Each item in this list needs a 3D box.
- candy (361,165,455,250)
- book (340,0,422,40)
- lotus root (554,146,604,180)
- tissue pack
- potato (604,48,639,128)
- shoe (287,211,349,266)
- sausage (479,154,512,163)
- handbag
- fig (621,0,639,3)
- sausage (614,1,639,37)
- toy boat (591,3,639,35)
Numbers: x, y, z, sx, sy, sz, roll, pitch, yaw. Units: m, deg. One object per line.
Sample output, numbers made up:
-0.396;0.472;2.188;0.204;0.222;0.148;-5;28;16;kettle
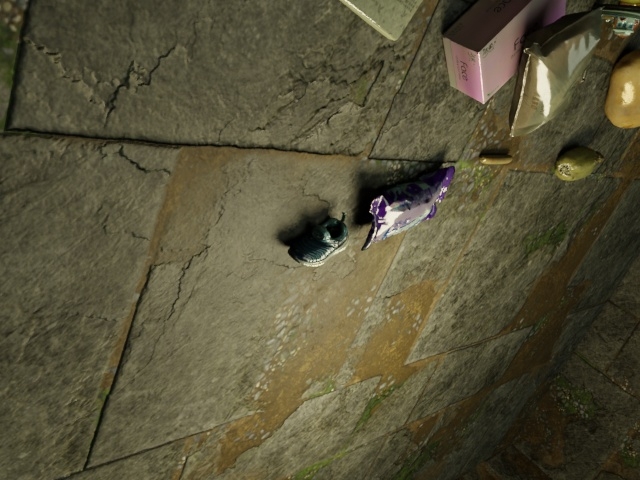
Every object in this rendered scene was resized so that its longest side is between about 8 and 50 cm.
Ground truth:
0.183;-0.071;1.361;0.275;0.070;0.145;-24;145;-39;candy
0.144;-0.509;0.927;0.269;0.032;0.389;11;114;-53;book
0.737;-0.222;1.835;0.183;0.077;0.090;-20;143;-33;lotus root
0.353;-0.398;1.216;0.246;0.092;0.148;-45;148;-8;tissue pack
0.863;-0.413;1.757;0.234;0.146;0.150;71;35;-51;potato
0.000;0.000;1.224;0.143;0.064;0.071;-27;141;-34;shoe
0.424;-0.196;1.553;0.132;0.024;0.024;-9;129;-45;sausage
0.439;-0.316;1.217;0.183;0.117;0.270;-31;153;-7;handbag
0.696;-0.593;1.382;0.233;0.167;0.167;-39;154;-62;fig
0.778;-0.626;1.500;0.078;0.078;0.304;-2;127;-48;sausage
0.677;-0.497;1.448;0.059;0.140;0.066;-10;114;-44;toy boat
